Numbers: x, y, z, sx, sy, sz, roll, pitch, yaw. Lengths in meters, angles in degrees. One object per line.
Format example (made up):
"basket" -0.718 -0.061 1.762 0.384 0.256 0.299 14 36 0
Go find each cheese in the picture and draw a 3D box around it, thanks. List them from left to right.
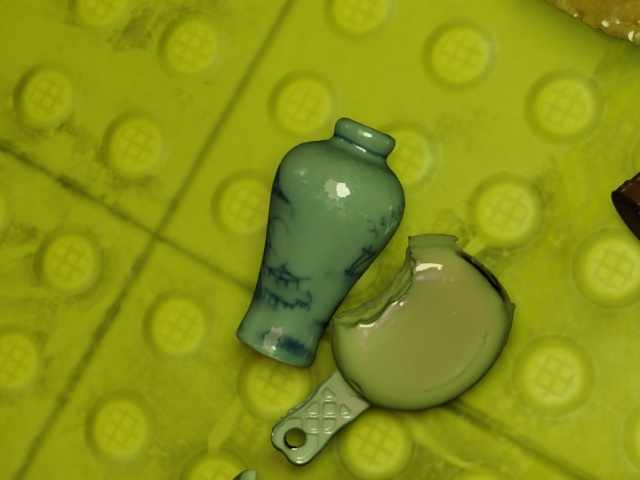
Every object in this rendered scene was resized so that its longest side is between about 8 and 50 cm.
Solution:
"cheese" 0.063 0.122 1.533 0.286 0.082 0.163 -40 101 4

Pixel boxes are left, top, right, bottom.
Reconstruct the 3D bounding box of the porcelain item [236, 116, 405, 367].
"porcelain item" 0.000 0.000 1.570 0.141 0.141 0.259 23 93 16

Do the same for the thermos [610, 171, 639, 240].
"thermos" 0.408 -0.086 1.492 0.232 0.124 0.099 -39 81 -4

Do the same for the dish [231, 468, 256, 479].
"dish" -0.023 0.310 1.505 0.224 0.078 0.246 -40 58 -23

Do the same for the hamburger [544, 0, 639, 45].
"hamburger" 0.349 -0.296 1.479 0.330 0.162 0.209 28 112 32
